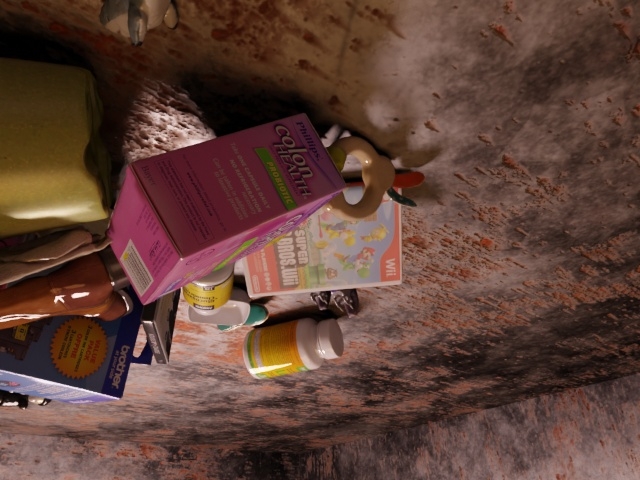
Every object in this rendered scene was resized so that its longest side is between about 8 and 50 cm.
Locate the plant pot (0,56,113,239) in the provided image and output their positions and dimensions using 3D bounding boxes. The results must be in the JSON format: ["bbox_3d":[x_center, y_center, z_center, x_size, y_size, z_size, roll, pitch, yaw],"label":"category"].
[{"bbox_3d":[-0.386,-0.104,0.554,0.254,0.276,0.276,-7,150,-17],"label":"plant pot"}]

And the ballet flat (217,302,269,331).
[{"bbox_3d":[-0.190,0.192,1.228,0.168,0.057,0.052,-17,174,28],"label":"ballet flat"}]

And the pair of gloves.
[{"bbox_3d":[-0.404,0.023,0.619,0.240,0.042,0.204,-2,-164,40],"label":"pair of gloves"}]

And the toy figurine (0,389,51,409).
[{"bbox_3d":[-0.702,0.298,1.195,0.210,0.212,0.148,-29,149,31],"label":"toy figurine"}]

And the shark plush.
[{"bbox_3d":[-0.183,-0.265,0.474,0.067,0.073,0.161,34,147,-2],"label":"shark plush"}]

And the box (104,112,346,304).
[{"bbox_3d":[-0.130,-0.039,0.639,0.243,0.117,0.214,-28,176,-36],"label":"box"}]

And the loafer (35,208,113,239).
[{"bbox_3d":[-0.423,-0.040,0.776,0.102,0.092,0.268,-22,145,26],"label":"loafer"}]

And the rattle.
[{"bbox_3d":[0.048,-0.089,0.767,0.200,0.130,0.143,-11,172,-43],"label":"rattle"}]

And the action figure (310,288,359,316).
[{"bbox_3d":[-0.018,0.053,0.964,0.186,0.099,0.285,-7,145,27],"label":"action figure"}]

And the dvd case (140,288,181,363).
[{"bbox_3d":[-0.314,0.125,0.971,0.030,0.179,0.238,5,147,-7],"label":"dvd case"}]

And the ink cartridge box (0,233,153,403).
[{"bbox_3d":[-0.487,0.140,0.895,0.151,0.269,0.395,-13,148,28],"label":"ink cartridge box"}]

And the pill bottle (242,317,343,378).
[{"bbox_3d":[-0.069,0.282,1.289,0.246,0.136,0.136,-16,146,19],"label":"pill bottle"}]

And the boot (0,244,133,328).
[{"bbox_3d":[-0.422,0.110,0.715,0.281,0.096,0.264,-23,177,-34],"label":"boot"}]

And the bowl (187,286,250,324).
[{"bbox_3d":[-0.239,0.148,1.138,0.142,0.053,0.142,5,148,-14],"label":"bowl"}]

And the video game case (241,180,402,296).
[{"bbox_3d":[0.000,0.000,0.851,0.286,0.025,0.203,-5,118,1],"label":"video game case"}]

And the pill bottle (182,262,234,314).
[{"bbox_3d":[-0.229,0.083,0.983,0.103,0.103,0.184,3,147,-10],"label":"pill bottle"}]
